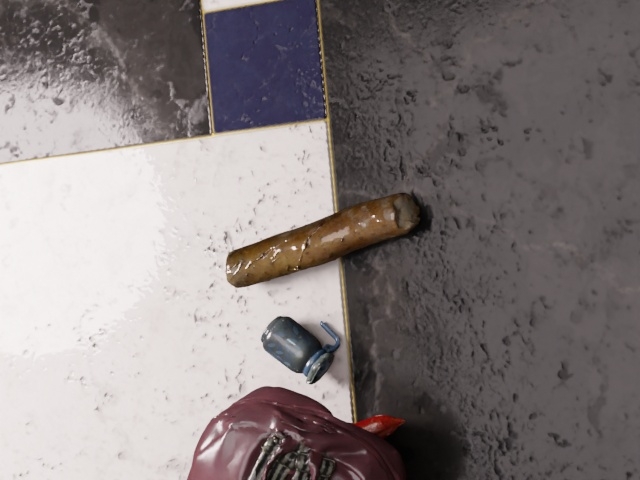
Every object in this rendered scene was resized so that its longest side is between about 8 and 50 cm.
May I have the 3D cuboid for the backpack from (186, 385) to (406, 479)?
[{"bbox_3d":[-0.037,0.317,1.674,0.283,0.197,0.317,22,122,11],"label":"backpack"}]

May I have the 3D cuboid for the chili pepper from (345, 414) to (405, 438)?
[{"bbox_3d":[0.010,0.228,1.758,0.191,0.059,0.050,-20,68,22],"label":"chili pepper"}]

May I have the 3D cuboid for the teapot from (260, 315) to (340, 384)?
[{"bbox_3d":[-0.022,0.122,1.783,0.083,0.063,0.049,37,134,15],"label":"teapot"}]

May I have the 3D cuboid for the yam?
[{"bbox_3d":[0.000,0.000,1.765,0.241,0.057,0.057,-18,83,20],"label":"yam"}]
